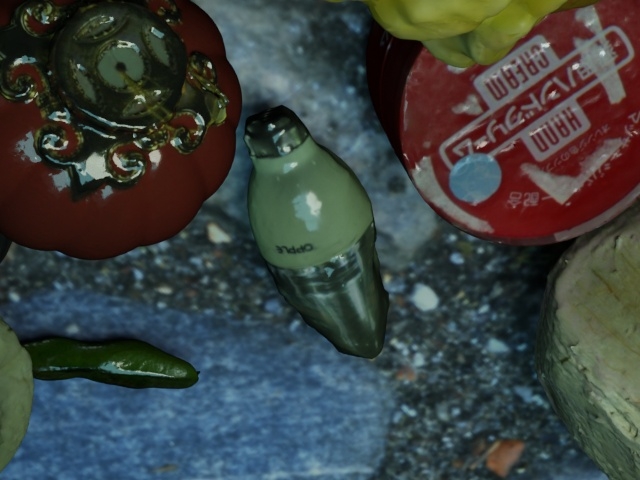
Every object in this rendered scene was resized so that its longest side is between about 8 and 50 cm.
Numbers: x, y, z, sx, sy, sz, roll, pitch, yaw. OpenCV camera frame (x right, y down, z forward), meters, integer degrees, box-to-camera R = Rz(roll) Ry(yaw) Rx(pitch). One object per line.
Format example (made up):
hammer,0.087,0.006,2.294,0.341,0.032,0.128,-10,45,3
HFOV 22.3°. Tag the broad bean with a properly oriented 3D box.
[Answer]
broad bean,-0.202,0.105,1.355,0.195,0.046,0.061,-8,139,4

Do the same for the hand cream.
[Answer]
hand cream,0.151,-0.122,1.233,0.230,0.149,0.230,-3,115,-7

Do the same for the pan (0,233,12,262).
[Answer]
pan,-0.340,-0.046,1.267,0.136,0.028,0.235,-36,116,10

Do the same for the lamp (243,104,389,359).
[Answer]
lamp,0.000,0.000,1.300,0.101,0.101,0.250,-21,120,3

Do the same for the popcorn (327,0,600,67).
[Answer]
popcorn,0.079,-0.271,1.025,0.349,0.382,0.349,2,81,-16

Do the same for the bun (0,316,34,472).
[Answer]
bun,-0.313,0.123,1.307,0.164,0.111,0.188,19,117,1

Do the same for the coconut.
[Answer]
coconut,0.317,0.082,1.301,0.297,0.254,0.297,-14,126,-21

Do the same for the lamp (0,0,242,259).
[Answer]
lamp,-0.170,-0.096,1.174,0.227,0.227,0.227,-3,117,-6
